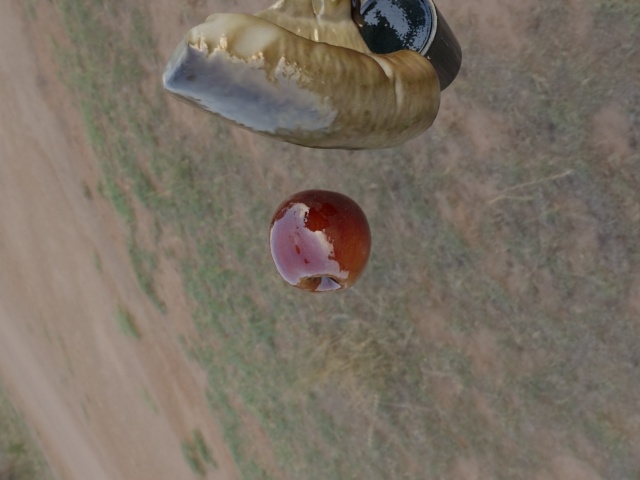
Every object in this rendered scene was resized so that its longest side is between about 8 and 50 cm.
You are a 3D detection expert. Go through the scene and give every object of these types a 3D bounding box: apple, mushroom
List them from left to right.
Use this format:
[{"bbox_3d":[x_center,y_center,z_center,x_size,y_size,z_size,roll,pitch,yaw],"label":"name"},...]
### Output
[{"bbox_3d":[-0.038,-0.230,1.266,0.313,0.397,0.224,47,131,14],"label":"mushroom"},{"bbox_3d":[0.000,0.000,1.712,0.218,0.218,0.201,131,143,-61],"label":"apple"}]

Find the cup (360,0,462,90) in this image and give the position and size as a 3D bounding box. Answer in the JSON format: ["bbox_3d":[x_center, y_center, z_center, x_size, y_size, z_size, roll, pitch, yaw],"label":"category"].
[{"bbox_3d":[0.167,-0.388,1.477,0.166,0.177,0.239,2,84,29],"label":"cup"}]
